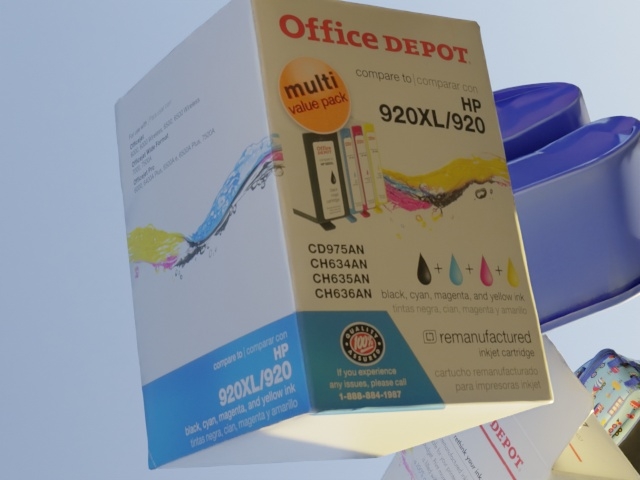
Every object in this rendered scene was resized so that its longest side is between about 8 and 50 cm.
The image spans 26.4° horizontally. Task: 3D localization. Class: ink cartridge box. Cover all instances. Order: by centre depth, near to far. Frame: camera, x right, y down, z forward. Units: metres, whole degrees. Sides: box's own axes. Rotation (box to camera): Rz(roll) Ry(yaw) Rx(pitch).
[{"bbox_3d":[0.000,0.000,0.788,0.171,0.168,0.233,3,-109,-35],"label":"ink cartridge box"},{"bbox_3d":[0.176,0.240,1.327,0.119,0.353,0.207,13,-152,-29],"label":"ink cartridge box"}]

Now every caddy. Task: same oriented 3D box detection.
[{"bbox_3d":[0.148,-0.002,1.215,0.241,0.341,0.179,-130,22,-61],"label":"caddy"}]

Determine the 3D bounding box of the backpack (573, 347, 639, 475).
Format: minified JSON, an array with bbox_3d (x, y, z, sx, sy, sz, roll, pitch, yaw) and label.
[{"bbox_3d":[0.331,0.198,1.572,0.117,0.158,0.173,32,-166,-23],"label":"backpack"}]
